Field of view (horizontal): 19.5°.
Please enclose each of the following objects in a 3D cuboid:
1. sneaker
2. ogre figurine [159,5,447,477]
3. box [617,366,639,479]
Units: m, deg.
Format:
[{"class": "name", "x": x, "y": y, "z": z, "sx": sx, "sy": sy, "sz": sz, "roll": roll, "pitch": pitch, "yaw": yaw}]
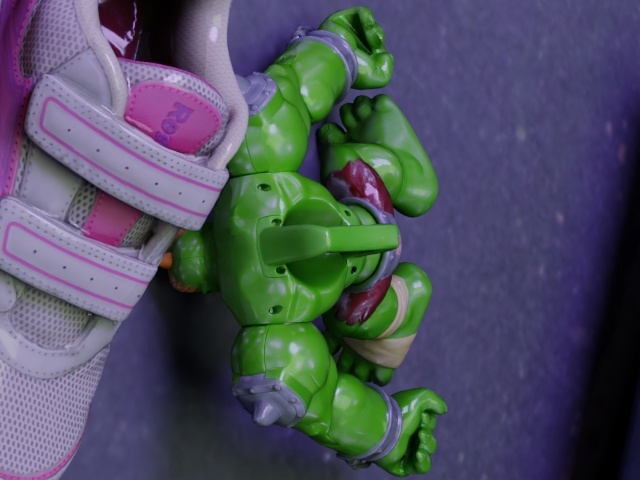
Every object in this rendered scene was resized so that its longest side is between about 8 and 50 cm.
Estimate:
[{"class": "sneaker", "x": -0.091, "y": -0.027, "z": 0.670, "sx": 0.103, "sy": 0.111, "sz": 0.252, "roll": 17, "pitch": 80, "yaw": -44}, {"class": "ogre figurine", "x": 0.000, "y": 0.000, "z": 0.775, "sx": 0.118, "sy": 0.097, "sz": 0.197, "roll": -1, "pitch": 103, "yaw": -56}, {"class": "box", "x": 0.308, "y": 0.130, "z": 0.961, "sx": 0.293, "sy": 0.212, "sz": 0.395, "roll": 34, "pitch": 65, "yaw": -52}]
